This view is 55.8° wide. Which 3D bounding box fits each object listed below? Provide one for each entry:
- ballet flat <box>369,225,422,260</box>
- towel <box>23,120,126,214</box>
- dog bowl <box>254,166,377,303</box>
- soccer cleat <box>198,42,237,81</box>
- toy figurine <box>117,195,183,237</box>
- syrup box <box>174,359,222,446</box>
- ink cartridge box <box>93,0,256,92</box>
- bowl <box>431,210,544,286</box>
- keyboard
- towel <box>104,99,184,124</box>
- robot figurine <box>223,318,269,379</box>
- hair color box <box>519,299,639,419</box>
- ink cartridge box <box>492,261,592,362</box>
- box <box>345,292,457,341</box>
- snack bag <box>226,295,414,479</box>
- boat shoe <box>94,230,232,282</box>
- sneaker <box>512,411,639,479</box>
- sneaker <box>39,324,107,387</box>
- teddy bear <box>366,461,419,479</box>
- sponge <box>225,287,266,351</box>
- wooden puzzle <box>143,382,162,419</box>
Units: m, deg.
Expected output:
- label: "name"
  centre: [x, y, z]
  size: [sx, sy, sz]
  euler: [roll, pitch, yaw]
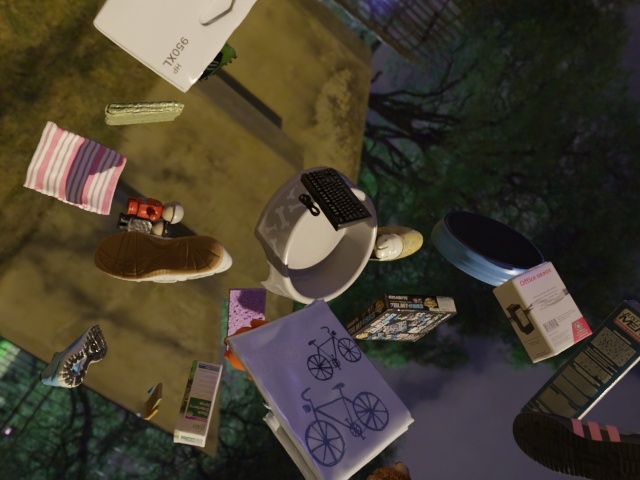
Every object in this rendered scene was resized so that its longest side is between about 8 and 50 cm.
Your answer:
- label: "ballet flat"
  centre: [0.158, 0.020, 1.971]
  size: [0.123, 0.349, 0.123]
  euler: [1, 90, -83]
- label: "towel"
  centre: [-0.507, -0.147, 1.266]
  size: [0.029, 0.197, 0.144]
  euler: [8, -101, 36]
- label: "dog bowl"
  centre: [0.000, 0.000, 1.480]
  size: [0.102, 0.349, 0.348]
  euler: [31, -98, 41]
- label: "soccer cleat"
  centre: [-0.316, -0.521, 1.749]
  size: [0.179, 0.072, 0.060]
  euler: [-20, -150, 40]
- label: "toy figurine"
  centre: [-0.452, 0.001, 1.594]
  size: [0.213, 0.148, 0.209]
  euler: [-33, -128, 57]
- label: "syrup box"
  centre: [-0.372, 0.496, 1.847]
  size: [0.096, 0.093, 0.237]
  euler: [108, -8, -49]
- label: "ink cartridge box"
  centre: [-0.222, -0.443, 0.993]
  size: [0.285, 0.166, 0.395]
  euler: [-51, -150, 10]
- label: "bowl"
  centre: [0.572, 0.021, 2.052]
  size: [0.391, 0.391, 0.077]
  euler: [-90, -162, -61]
- label: "keyboard"
  centre: [0.016, -0.084, 1.192]
  size: [0.108, 0.023, 0.180]
  euler: [-19, -136, -15]
- label: "towel"
  centre: [-0.339, -0.247, 1.164]
  size: [0.148, 0.027, 0.110]
  euler: [-10, -178, -20]
- label: "robot figurine"
  centre: [-0.172, 0.312, 1.707]
  size: [0.219, 0.128, 0.158]
  euler: [7, -117, 32]
- label: "hair color box"
  centre: [0.624, 0.294, 1.377]
  size: [0.105, 0.174, 0.347]
  euler: [45, -71, 27]
- label: "ink cartridge box"
  centre: [0.634, 0.201, 1.734]
  size: [0.172, 0.237, 0.100]
  euler: [-19, 165, -30]
- label: "box"
  centre: [0.286, 0.281, 2.172]
  size: [0.295, 0.293, 0.073]
  euler: [131, -41, -51]
- label: "snack bag"
  centre: [0.000, 0.286, 1.194]
  size: [0.323, 0.342, 0.037]
  euler: [-17, 153, -52]
- label: "boat shoe"
  centre: [-0.307, 0.042, 1.188]
  size: [0.277, 0.096, 0.098]
  euler: [3, -106, 16]
- label: "sneaker"
  centre: [0.546, 0.415, 1.205]
  size: [0.319, 0.131, 0.112]
  euler: [6, -90, 51]
- label: "sneaker"
  centre: [-0.432, 0.198, 1.054]
  size: [0.073, 0.063, 0.162]
  euler: [-10, -163, 12]
- label: "teddy bear"
  centre: [0.290, 0.702, 1.629]
  size: [0.338, 0.245, 0.113]
  euler: [21, -88, 48]
- label: "sponge"
  centre: [-0.237, 0.255, 1.918]
  size: [0.031, 0.117, 0.210]
  euler: [-158, -109, -72]
- label: "wooden puzzle"
  centre: [-0.411, 0.397, 1.491]
  size: [0.078, 0.014, 0.116]
  euler: [-48, -154, 18]
